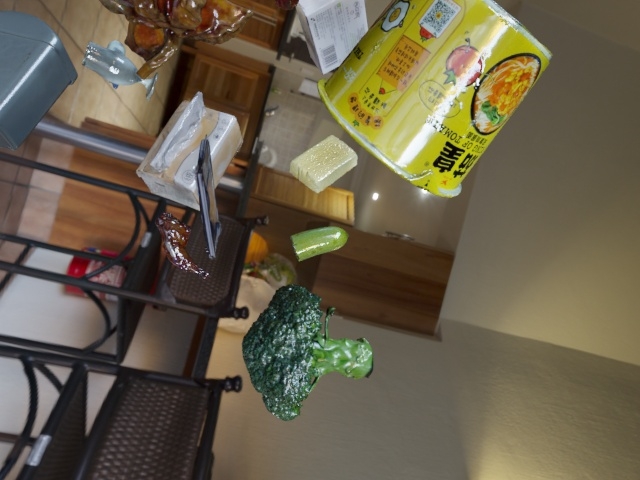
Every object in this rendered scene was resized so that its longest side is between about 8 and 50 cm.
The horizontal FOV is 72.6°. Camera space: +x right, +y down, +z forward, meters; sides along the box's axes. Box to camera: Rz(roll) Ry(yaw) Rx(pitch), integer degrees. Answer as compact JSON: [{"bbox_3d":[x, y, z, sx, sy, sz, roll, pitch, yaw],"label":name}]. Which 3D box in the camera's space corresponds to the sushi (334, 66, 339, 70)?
[{"bbox_3d":[0.136,-0.695,1.762,0.139,0.031,0.201,-35,-118,13],"label":"sushi"}]

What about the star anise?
[{"bbox_3d":[-0.199,-0.311,0.603,0.212,0.196,0.111,-24,-95,65],"label":"star anise"}]

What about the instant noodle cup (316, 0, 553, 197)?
[{"bbox_3d":[0.193,-0.270,0.725,0.254,0.325,0.326,-50,-158,30],"label":"instant noodle cup"}]

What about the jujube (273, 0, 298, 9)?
[{"bbox_3d":[-0.086,-0.645,1.117,0.129,0.077,0.078,-155,-99,-80],"label":"jujube"}]

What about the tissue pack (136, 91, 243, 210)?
[{"bbox_3d":[-0.419,-0.295,1.392,0.306,0.238,0.238,-66,-173,-22],"label":"tissue pack"}]

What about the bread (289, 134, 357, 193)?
[{"bbox_3d":[0.013,-0.239,1.353,0.188,0.125,0.068,-39,160,-24],"label":"bread"}]

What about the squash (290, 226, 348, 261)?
[{"bbox_3d":[0.000,0.000,1.430,0.095,0.187,0.095,162,-90,-86],"label":"squash"}]

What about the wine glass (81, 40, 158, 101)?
[{"bbox_3d":[-0.655,-0.555,1.426,0.103,0.222,0.103,-34,-135,44],"label":"wine glass"}]

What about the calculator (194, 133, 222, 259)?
[{"bbox_3d":[-0.267,-0.098,1.049,0.166,0.028,0.274,-97,-172,-48],"label":"calculator"}]

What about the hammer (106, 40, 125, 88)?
[{"bbox_3d":[-0.836,-0.702,1.773,0.194,0.069,0.116,121,-36,-45],"label":"hammer"}]

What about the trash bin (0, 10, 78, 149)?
[{"bbox_3d":[-0.545,-0.281,0.746,0.101,0.176,0.237,104,1,-62],"label":"trash bin"}]

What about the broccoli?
[{"bbox_3d":[-0.031,0.240,0.988,0.297,0.297,0.298,-176,-90,-72],"label":"broccoli"}]

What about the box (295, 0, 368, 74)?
[{"bbox_3d":[0.044,-0.699,1.410,0.111,0.194,0.260,61,0,26],"label":"box"}]

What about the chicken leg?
[{"bbox_3d":[-0.368,0.021,1.146,0.053,0.093,0.205,-110,-178,-69],"label":"chicken leg"}]
